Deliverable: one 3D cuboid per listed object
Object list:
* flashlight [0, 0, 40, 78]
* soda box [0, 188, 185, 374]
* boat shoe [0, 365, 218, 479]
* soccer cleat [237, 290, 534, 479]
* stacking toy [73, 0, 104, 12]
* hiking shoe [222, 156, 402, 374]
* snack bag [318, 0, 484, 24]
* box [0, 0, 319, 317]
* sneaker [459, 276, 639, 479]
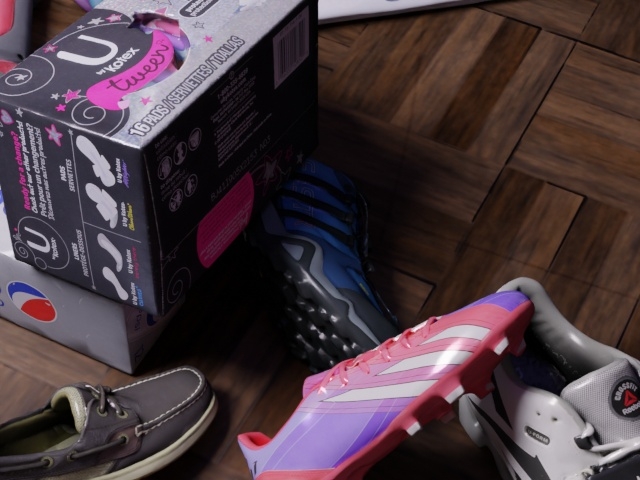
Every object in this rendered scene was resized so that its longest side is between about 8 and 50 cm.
[{"bbox_3d":[-0.324,-0.203,1.240,0.103,0.103,0.304,-6,52,-3],"label":"flashlight"},{"bbox_3d":[-0.257,0.000,1.073,0.286,0.098,0.091,21,52,16],"label":"soda box"},{"bbox_3d":[-0.175,0.142,0.954,0.224,0.073,0.080,-25,32,-28],"label":"boat shoe"},{"bbox_3d":[0.044,0.108,0.934,0.248,0.083,0.095,-44,69,16],"label":"soccer cleat"},{"bbox_3d":[-0.122,-0.217,1.219,0.141,0.141,0.330,-31,54,-25],"label":"stacking toy"},{"bbox_3d":[0.000,0.000,1.071,0.132,0.113,0.304,-27,56,-21],"label":"hiking shoe"},{"bbox_3d":[0.061,-0.393,1.381,0.323,0.037,0.342,-10,72,-10],"label":"snack bag"},{"bbox_3d":[-0.119,-0.093,0.988,0.142,0.163,0.247,18,44,21],"label":"box"},{"bbox_3d":[0.206,0.164,0.924,0.122,0.146,0.330,-25,57,-23],"label":"sneaker"}]
